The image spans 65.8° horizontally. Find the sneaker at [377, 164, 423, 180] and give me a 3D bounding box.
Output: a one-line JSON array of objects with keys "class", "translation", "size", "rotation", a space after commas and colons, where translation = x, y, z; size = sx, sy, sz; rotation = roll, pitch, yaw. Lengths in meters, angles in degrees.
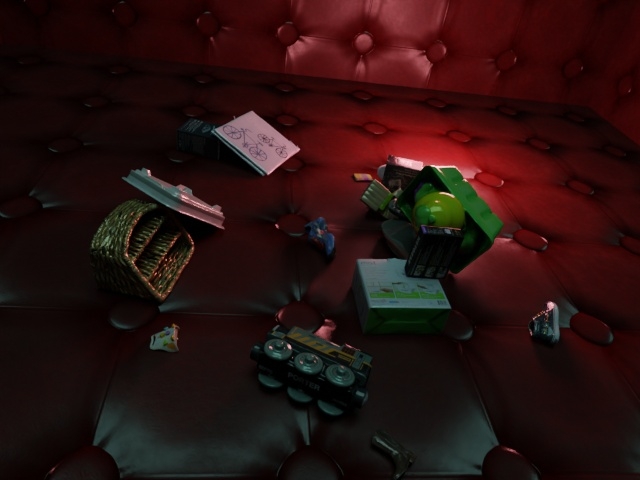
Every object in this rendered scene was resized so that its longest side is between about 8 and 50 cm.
[{"class": "sneaker", "translation": [0.384, -0.312, 2.325], "size": [0.258, 0.094, 0.091], "rotation": [4, 16, -12]}]

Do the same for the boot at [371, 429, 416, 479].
[{"class": "boot", "translation": [0.161, 0.516, 1.194], "size": [0.114, 0.037, 0.106], "rotation": [34, 30, 24]}]

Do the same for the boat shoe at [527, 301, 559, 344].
[{"class": "boat shoe", "translation": [0.738, 0.260, 1.642], "size": [0.083, 0.065, 0.183], "rotation": [17, 38, 8]}]

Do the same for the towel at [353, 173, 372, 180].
[{"class": "towel", "translation": [0.197, -0.294, 2.307], "size": [0.083, 0.009, 0.060], "rotation": [-1, 37, -16]}]

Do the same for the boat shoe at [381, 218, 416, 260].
[{"class": "boat shoe", "translation": [0.319, 0.026, 1.848], "size": [0.118, 0.103, 0.320], "rotation": [-16, 37, -15]}]

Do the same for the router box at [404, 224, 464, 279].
[{"class": "router box", "translation": [0.353, 0.039, 1.549], "size": [0.133, 0.179, 0.046], "rotation": [6, 38, -10]}]

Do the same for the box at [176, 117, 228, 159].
[{"class": "box", "translation": [-0.538, -0.472, 2.294], "size": [0.207, 0.108, 0.153], "rotation": [15, 36, 6]}]

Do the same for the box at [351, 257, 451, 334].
[{"class": "box", "translation": [0.250, 0.176, 1.594], "size": [0.261, 0.127, 0.231], "rotation": [1, 37, -11]}]

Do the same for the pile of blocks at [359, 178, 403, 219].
[{"class": "pile of blocks", "translation": [0.330, -0.140, 2.076], "size": [0.362, 0.149, 0.112], "rotation": [14, -7, -9]}]

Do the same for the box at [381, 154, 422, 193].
[{"class": "box", "translation": [0.356, -0.276, 2.193], "size": [0.155, 0.158, 0.093], "rotation": [13, 36, 6]}]

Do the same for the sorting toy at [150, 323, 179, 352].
[{"class": "sorting toy", "translation": [-0.439, 0.275, 1.386], "size": [0.075, 0.045, 0.083], "rotation": [-16, 40, -2]}]

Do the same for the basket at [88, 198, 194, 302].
[{"class": "basket", "translation": [-0.546, 0.011, 1.559], "size": [0.222, 0.214, 0.299], "rotation": [12, 37, 4]}]

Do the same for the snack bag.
[{"class": "snack bag", "translation": [-0.294, -0.463, 2.311], "size": [0.323, 0.037, 0.342], "rotation": [39, 39, 0]}]

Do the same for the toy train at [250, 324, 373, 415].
[{"class": "toy train", "translation": [-0.018, 0.335, 1.326], "size": [0.333, 0.142, 0.190], "rotation": [19, 25, 16]}]

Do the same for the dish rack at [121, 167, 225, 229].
[{"class": "dish rack", "translation": [-0.498, -0.153, 1.748], "size": [0.285, 0.072, 0.333], "rotation": [30, 2, 25]}]

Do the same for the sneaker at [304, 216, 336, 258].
[{"class": "sneaker", "translation": [0.000, 0.000, 1.827], "size": [0.087, 0.083, 0.221], "rotation": [-15, 36, -10]}]

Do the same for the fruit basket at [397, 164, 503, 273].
[{"class": "fruit basket", "translation": [0.424, -0.072, 1.747], "size": [0.391, 0.283, 0.392], "rotation": [12, 55, -18]}]

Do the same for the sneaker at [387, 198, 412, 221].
[{"class": "sneaker", "translation": [0.388, -0.082, 1.967], "size": [0.267, 0.106, 0.101], "rotation": [20, 55, -1]}]
